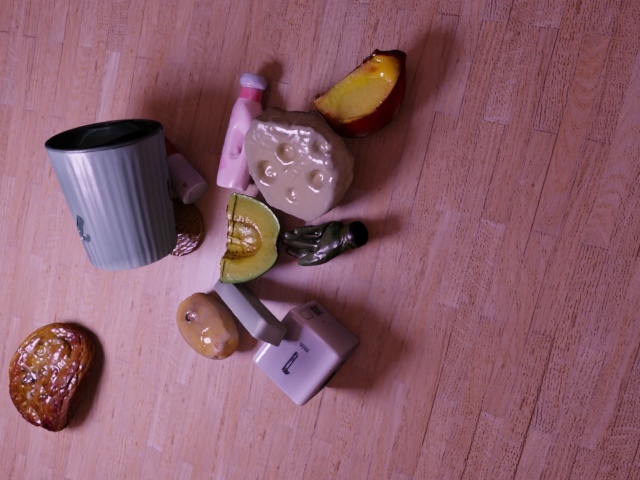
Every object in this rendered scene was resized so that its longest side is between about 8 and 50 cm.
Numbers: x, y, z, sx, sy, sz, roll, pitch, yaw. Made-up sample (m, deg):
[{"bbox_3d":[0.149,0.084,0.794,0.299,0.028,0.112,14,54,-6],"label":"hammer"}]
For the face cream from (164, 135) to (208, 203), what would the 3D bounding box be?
[{"bbox_3d":[-0.452,-0.221,1.768,0.214,0.096,0.096,47,107,13],"label":"face cream"}]

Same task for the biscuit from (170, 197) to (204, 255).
[{"bbox_3d":[-0.454,-0.043,1.816,0.187,0.027,0.188,2,95,21],"label":"biscuit"}]

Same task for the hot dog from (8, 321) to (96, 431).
[{"bbox_3d":[-0.918,0.473,1.942,0.266,0.174,0.388,26,101,15],"label":"hot dog"}]

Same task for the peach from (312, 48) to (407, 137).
[{"bbox_3d":[0.138,-0.375,1.509,0.267,0.154,0.159,-39,71,9],"label":"peach"}]

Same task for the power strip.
[{"bbox_3d":[-0.209,0.183,1.604,0.062,0.091,0.385,-59,32,1],"label":"power strip"}]

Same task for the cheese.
[{"bbox_3d":[-0.064,-0.213,1.547,0.318,0.115,0.326,-27,103,46],"label":"cheese"}]

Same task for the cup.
[{"bbox_3d":[-0.577,-0.163,1.677,0.309,0.401,0.393,-2,116,5],"label":"cup"}]

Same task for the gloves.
[{"bbox_3d":[0.011,0.006,1.601,0.268,0.107,0.135,-7,59,32],"label":"gloves"}]

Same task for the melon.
[{"bbox_3d":[-0.192,0.006,1.675,0.169,0.129,0.265,6,82,7],"label":"melon"}]

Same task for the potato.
[{"bbox_3d":[-0.345,0.264,1.736,0.150,0.146,0.234,-36,60,-22],"label":"potato"}]

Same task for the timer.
[{"bbox_3d":[-0.036,0.308,1.592,0.194,0.192,0.195,40,105,14],"label":"timer"}]

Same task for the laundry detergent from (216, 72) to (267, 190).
[{"bbox_3d":[-0.226,-0.316,1.663,0.159,0.087,0.336,21,99,59],"label":"laundry detergent"}]
